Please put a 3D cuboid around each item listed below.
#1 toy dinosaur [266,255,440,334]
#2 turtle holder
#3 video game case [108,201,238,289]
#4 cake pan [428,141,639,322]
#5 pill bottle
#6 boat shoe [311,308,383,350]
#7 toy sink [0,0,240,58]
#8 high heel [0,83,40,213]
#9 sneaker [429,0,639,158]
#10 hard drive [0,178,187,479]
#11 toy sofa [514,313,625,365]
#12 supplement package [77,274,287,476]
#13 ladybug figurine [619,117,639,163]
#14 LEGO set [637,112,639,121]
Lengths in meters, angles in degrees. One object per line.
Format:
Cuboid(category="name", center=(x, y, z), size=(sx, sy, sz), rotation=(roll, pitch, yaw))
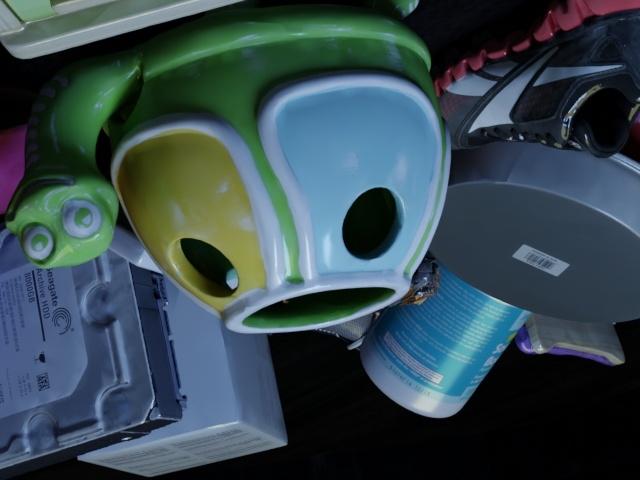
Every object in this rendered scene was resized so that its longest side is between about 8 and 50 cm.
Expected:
Cuboid(category="toy dinosaur", center=(-0.047, 0.028, 1.512), size=(0.321, 0.164, 0.218), rotation=(-15, 168, 8))
Cuboid(category="turtle holder", center=(-0.044, -0.059, 1.069), size=(0.243, 0.228, 0.320), rotation=(-20, 164, 27))
Cuboid(category="video game case", center=(-0.180, -0.019, 1.240), size=(0.201, 0.023, 0.183), rotation=(29, -178, 23))
Cuboid(category="cake pan", center=(0.220, -0.005, 1.428), size=(0.293, 0.054, 0.293), rotation=(18, 155, 9))
Cuboid(category="pill bottle", center=(0.168, 0.069, 1.729), size=(0.146, 0.146, 0.264), rotation=(3, 128, -46))
Cuboid(category="boat shoe", center=(0.090, 0.125, 1.975), size=(0.340, 0.158, 0.127), rotation=(0, 160, -40))
Cuboid(category="toy sink", center=(-0.113, -0.184, 0.745), size=(0.152, 0.131, 0.234), rotation=(-13, 165, 4))
Cuboid(category="high heel", center=(-0.297, -0.110, 0.993), size=(0.181, 0.127, 0.377), rotation=(-41, 161, -5))
Cuboid(category="sneaker", center=(0.184, -0.117, 1.230), size=(0.097, 0.135, 0.276), rotation=(-2, 163, -41))
Cuboid(category="hard drive", center=(-0.300, 0.105, 1.430), size=(0.338, 0.237, 0.064), rotation=(-19, 164, 23))
Cuboid(category="toy sofa", center=(0.265, 0.094, 1.977), size=(0.150, 0.177, 0.362), rotation=(-21, 164, 26))
Cuboid(category="supplement package", center=(-0.177, 0.163, 1.809), size=(0.198, 0.199, 0.263), rotation=(-14, 165, 8))
Cuboid(category="ladybug figurine", center=(0.372, -0.054, 1.557), size=(0.305, 0.162, 0.449), rotation=(-16, 164, 14))
Cuboid(category="LEGO set", center=(0.350, -0.168, 1.290), size=(0.227, 0.087, 0.093), rotation=(-14, 169, -22))
